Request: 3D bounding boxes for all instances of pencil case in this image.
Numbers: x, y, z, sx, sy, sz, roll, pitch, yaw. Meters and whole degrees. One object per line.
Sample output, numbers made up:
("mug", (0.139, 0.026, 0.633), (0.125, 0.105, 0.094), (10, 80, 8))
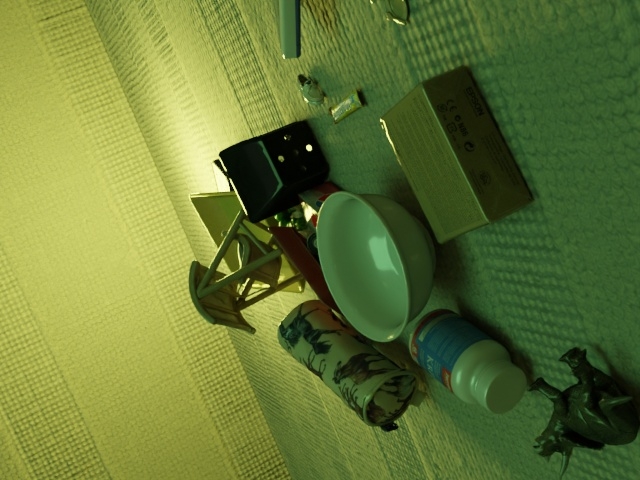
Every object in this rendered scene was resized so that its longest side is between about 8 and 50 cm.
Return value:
("pencil case", (0.061, 0.287, 2.109), (0.183, 0.160, 0.410), (30, -177, -42))

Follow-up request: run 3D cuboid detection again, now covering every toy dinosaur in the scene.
("toy dinosaur", (0.412, 0.249, 1.306), (0.160, 0.121, 0.313), (51, 156, 4))

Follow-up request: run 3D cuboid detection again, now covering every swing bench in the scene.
("swing bench", (-0.185, 0.086, 2.185), (0.165, 0.255, 0.253), (47, -175, 21))

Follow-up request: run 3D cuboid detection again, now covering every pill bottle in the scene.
("pill bottle", (0.268, 0.221, 1.597), (0.221, 0.124, 0.124), (36, 147, 56))

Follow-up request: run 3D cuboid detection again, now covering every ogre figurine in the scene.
("ogre figurine", (-0.093, -0.099, 2.225), (0.197, 0.097, 0.118), (50, 148, 8))

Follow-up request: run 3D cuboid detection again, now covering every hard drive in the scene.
("hard drive", (-0.067, -0.520, 1.582), (0.319, 0.040, 0.210), (90, 171, -53))

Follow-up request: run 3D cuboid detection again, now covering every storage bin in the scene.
("storage bin", (-0.249, -0.157, 2.594), (0.122, 0.084, 0.180), (47, 154, 43))

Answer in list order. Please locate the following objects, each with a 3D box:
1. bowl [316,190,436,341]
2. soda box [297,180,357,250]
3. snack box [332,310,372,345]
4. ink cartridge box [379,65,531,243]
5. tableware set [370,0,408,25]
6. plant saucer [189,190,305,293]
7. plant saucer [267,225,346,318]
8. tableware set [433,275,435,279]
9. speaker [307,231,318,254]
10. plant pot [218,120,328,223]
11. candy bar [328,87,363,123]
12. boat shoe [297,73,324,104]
("bowl", (0.126, 0.032, 1.672), (0.298, 0.134, 0.298), (40, 140, 45))
("soda box", (0.045, -0.034, 1.911), (0.263, 0.083, 0.092), (45, 156, 55))
("snack box", (0.076, 0.229, 2.271), (0.141, 0.037, 0.100), (59, 159, 17))
("ink cartridge box", (0.205, -0.128, 1.375), (0.235, 0.088, 0.193), (64, 163, 1))
("tableware set", (0.096, -0.430, 1.392), (0.141, 0.020, 0.169), (50, 157, 36))
("plant saucer", (-0.189, -0.014, 2.479), (0.332, 0.081, 0.333), (2, 125, 52))
("plant saucer", (0.009, 0.082, 2.109), (0.258, 0.047, 0.259), (52, -173, 33))
("tableware set", (0.173, 0.020, 1.759), (0.154, 0.024, 0.104), (33, 144, 59))
("speaker", (0.000, 0.000, 2.082), (0.136, 0.055, 0.055), (-51, -63, -84))
("plant pot", (-0.090, -0.173, 2.012), (0.167, 0.188, 0.188), (-28, 87, 59))
("candy bar", (0.051, -0.264, 1.734), (0.040, 0.018, 0.161), (66, 161, -3))
("boat shoe", (-0.023, -0.320, 1.843), (0.100, 0.035, 0.035), (-124, 16, -44))
